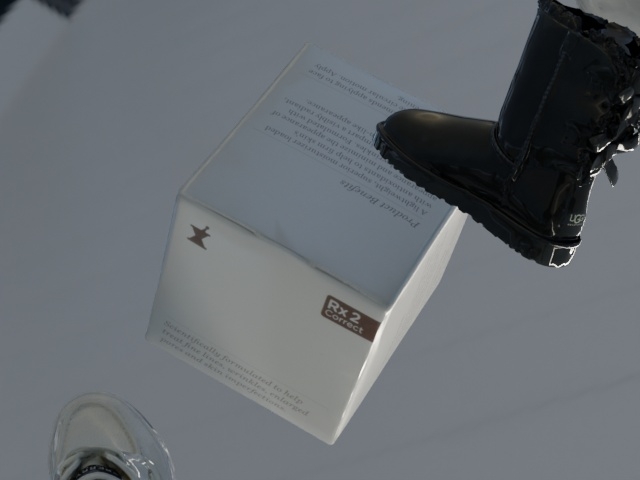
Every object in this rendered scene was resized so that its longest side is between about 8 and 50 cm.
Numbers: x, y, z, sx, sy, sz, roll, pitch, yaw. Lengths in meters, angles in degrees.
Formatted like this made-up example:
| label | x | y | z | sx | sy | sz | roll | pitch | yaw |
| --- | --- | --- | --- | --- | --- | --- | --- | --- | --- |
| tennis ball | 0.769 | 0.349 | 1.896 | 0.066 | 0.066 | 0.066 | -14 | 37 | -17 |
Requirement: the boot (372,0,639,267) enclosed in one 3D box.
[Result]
| label | x | y | z | sx | sy | sz | roll | pitch | yaw |
| --- | --- | --- | --- | --- | --- | --- | --- | --- | --- |
| boot | 0.084 | -0.057 | 0.728 | 0.045 | 0.099 | 0.121 | -4 | -148 | -48 |

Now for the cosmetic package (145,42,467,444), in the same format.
| label | x | y | z | sx | sy | sz | roll | pitch | yaw |
| --- | --- | --- | --- | --- | --- | --- | --- | --- | --- |
| cosmetic package | 0.000 | 0.000 | 1.133 | 0.151 | 0.151 | 0.184 | 29 | -132 | 10 |

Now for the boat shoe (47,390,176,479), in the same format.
| label | x | y | z | sx | sy | sz | roll | pitch | yaw |
| --- | --- | --- | --- | --- | --- | --- | --- | --- | --- |
| boat shoe | -0.058 | 0.072 | 0.473 | 0.035 | 0.035 | 0.100 | -18 | -138 | -2 |

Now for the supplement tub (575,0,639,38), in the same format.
| label | x | y | z | sx | sy | sz | roll | pitch | yaw |
| --- | --- | --- | --- | --- | --- | --- | --- | --- | --- |
| supplement tub | 0.304 | -0.181 | 0.843 | 0.338 | 0.207 | 0.207 | 8 | -139 | 34 |
